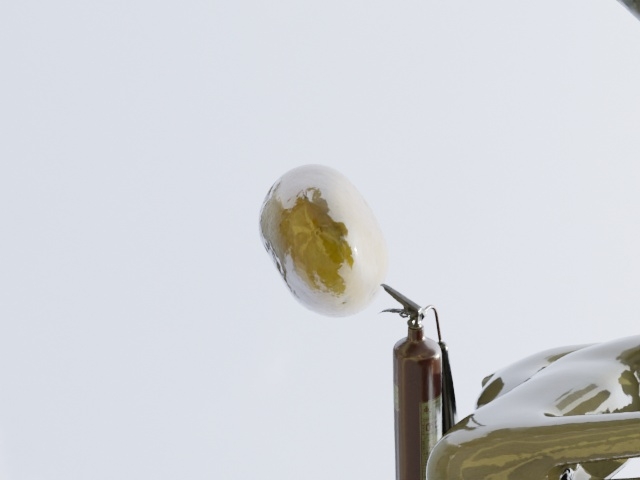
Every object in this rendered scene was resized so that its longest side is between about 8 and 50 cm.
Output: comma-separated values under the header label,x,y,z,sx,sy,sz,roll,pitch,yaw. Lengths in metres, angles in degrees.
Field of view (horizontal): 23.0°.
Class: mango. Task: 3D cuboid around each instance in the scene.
label,x,y,z,sx,sy,sz,roll,pitch,yaw
mango,0.000,0.000,1.328,0.098,0.195,0.137,-26,-96,5

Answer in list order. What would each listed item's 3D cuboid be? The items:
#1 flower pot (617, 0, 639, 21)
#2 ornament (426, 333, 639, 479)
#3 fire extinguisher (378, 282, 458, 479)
label,x,y,z,sx,sy,sz,roll,pitch,yaw
flower pot,0.191,-0.138,0.542,0.229,0.103,0.108,-13,-145,-9
ornament,0.145,0.094,0.859,0.245,0.230,0.061,-14,-82,43
fire extinguisher,0.064,0.106,0.932,0.035,0.049,0.173,-130,-147,-61
